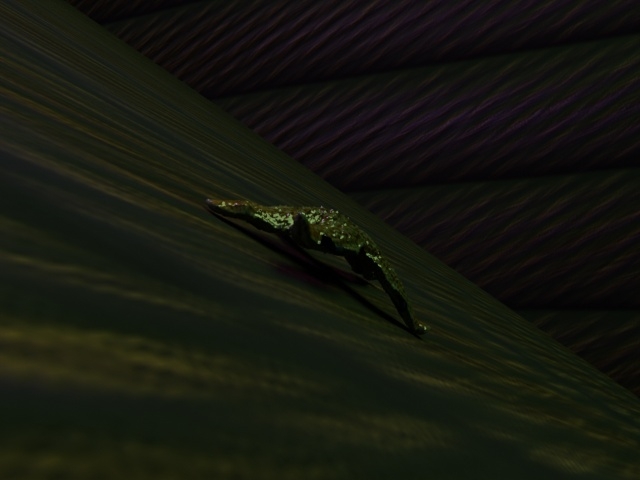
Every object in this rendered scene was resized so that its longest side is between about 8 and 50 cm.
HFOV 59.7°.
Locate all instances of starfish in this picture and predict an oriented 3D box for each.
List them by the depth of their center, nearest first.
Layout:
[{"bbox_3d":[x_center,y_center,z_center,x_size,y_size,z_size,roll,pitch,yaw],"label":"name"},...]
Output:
[{"bbox_3d":[0.000,0.000,0.463,0.208,0.053,0.176,35,-5,-42],"label":"starfish"}]
